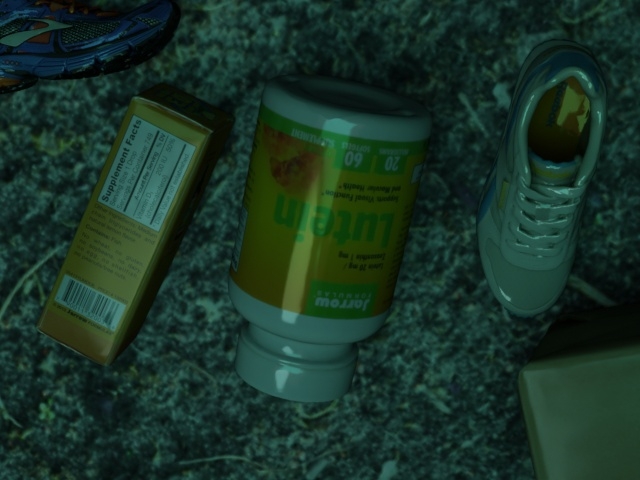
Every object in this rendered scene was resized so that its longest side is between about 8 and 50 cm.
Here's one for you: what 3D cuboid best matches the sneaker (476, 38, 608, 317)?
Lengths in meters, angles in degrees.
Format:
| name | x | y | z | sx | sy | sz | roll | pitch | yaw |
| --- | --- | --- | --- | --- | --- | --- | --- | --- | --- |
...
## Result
| name | x | y | z | sx | sy | sz | roll | pitch | yaw |
| --- | --- | --- | --- | --- | --- | --- | --- | --- | --- |
| sneaker | 0.174 | -0.041 | 0.956 | 0.087 | 0.092 | 0.228 | 6 | 109 | 4 |

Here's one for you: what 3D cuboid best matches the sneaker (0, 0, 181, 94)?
| name | x | y | z | sx | sy | sz | roll | pitch | yaw |
| --- | --- | --- | --- | --- | --- | --- | --- | --- | --- |
| sneaker | -0.223 | -0.173 | 0.980 | 0.221 | 0.083 | 0.087 | -10 | 97 | 7 |

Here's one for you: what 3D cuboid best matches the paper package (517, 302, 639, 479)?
| name | x | y | z | sx | sy | sz | roll | pitch | yaw |
| --- | --- | --- | --- | --- | --- | --- | --- | --- | --- |
| paper package | 0.335 | 0.206 | 0.923 | 0.309 | 0.168 | 0.324 | -11 | 95 | 21 |

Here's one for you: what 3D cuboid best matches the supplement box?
| name | x | y | z | sx | sy | sz | roll | pitch | yaw |
| --- | --- | --- | --- | --- | --- | --- | --- | --- | --- |
| supplement box | -0.158 | -0.014 | 1.019 | 0.080 | 0.078 | 0.233 | 29 | 108 | 2 |

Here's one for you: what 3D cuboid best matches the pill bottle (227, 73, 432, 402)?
| name | x | y | z | sx | sy | sz | roll | pitch | yaw |
| --- | --- | --- | --- | --- | --- | --- | --- | --- | --- |
| pill bottle | 0.000 | 0.000 | 0.969 | 0.136 | 0.136 | 0.245 | 13 | 108 | 4 |
